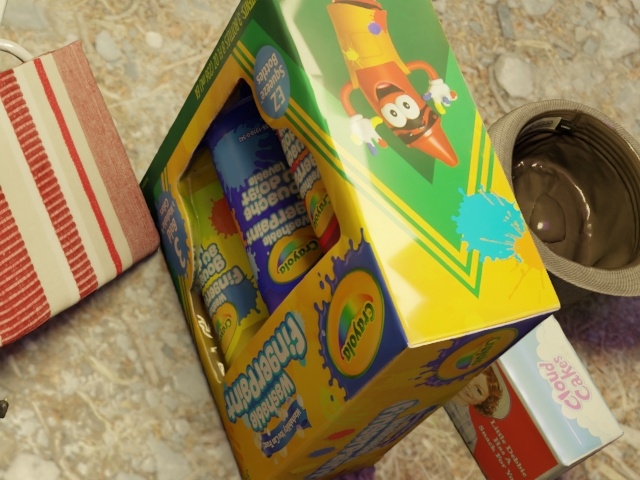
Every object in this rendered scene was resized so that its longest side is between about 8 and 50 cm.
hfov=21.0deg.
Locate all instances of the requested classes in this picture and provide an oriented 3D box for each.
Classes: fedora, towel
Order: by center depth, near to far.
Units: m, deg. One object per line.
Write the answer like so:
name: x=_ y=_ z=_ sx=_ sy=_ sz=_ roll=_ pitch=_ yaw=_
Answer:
towel: x=-0.286 y=-0.045 z=1.664 sx=0.329 sy=0.037 sz=0.237 roll=-37 pitch=108 yaw=-58
fedora: x=0.272 y=-0.024 z=1.952 sx=0.244 sy=0.124 sz=0.275 roll=7 pitch=55 yaw=-22

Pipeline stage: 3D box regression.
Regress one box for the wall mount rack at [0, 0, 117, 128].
wall mount rack: x=-0.336 y=-0.268 z=1.829 sx=0.304 sy=0.130 sz=0.350 roll=14 pitch=61 yaw=-11

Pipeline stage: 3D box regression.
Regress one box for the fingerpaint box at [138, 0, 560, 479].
fingerpaint box: x=0.000 y=0.000 z=1.641 sx=0.163 sy=0.445 sz=0.371 roll=-13 pitch=72 yaw=-26

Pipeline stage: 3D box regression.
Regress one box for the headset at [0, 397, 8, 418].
headset: x=-0.419 y=0.005 z=1.619 sx=0.243 sy=0.185 sz=0.394 roll=-26 pitch=94 yaw=-30

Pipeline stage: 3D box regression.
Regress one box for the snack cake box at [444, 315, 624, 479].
snack cake box: x=0.189 y=0.131 z=1.826 sx=0.089 sy=0.152 sz=0.264 roll=-23 pitch=76 yaw=-30
